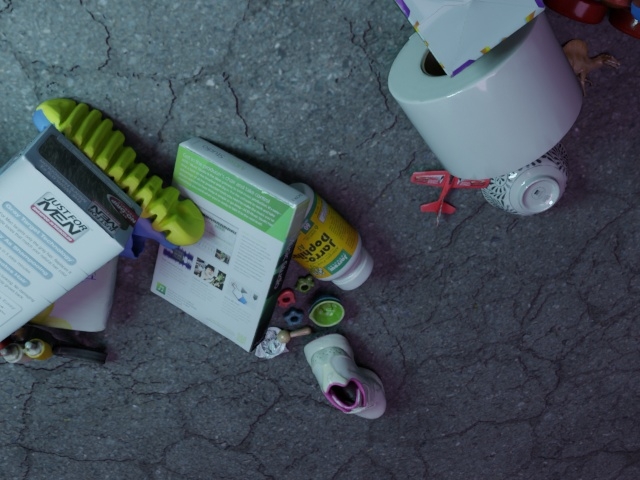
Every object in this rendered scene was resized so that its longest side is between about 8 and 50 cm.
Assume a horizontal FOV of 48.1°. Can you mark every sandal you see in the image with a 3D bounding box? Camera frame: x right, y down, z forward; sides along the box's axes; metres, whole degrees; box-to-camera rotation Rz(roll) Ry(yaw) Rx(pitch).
[{"bbox_3d":[-0.339,-0.084,1.140,0.138,0.126,0.317,-36,102,23],"label":"sandal"}]

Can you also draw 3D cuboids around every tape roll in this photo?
[{"bbox_3d":[0.248,-0.236,1.086,0.246,0.246,0.169,-33,124,15],"label":"tape roll"}]

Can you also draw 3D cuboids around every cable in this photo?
[{"bbox_3d":[-0.513,0.209,1.324,0.139,0.072,0.287,1,160,14],"label":"cable"}]

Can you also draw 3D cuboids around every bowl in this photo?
[{"bbox_3d":[0.386,-0.102,1.312,0.170,0.080,0.170,-4,127,-6],"label":"bowl"}]

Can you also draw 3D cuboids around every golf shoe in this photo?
[{"bbox_3d":[0.062,0.325,1.530,0.115,0.140,0.306,-29,132,11],"label":"golf shoe"}]

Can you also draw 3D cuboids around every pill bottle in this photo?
[{"bbox_3d":[0.000,0.000,1.296,0.117,0.117,0.208,-37,124,17],"label":"pill bottle"}]

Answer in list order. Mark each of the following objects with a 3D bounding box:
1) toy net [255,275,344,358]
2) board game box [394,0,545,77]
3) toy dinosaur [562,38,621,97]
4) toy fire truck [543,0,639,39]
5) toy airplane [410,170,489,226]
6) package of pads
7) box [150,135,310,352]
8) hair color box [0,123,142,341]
[{"bbox_3d":[-0.063,0.174,1.459,0.122,0.045,0.232,33,115,-30],"label":"toy net"},{"bbox_3d":[0.158,-0.361,0.957,0.144,0.275,0.142,-35,124,15],"label":"board game box"},{"bbox_3d":[0.411,-0.292,1.205,0.183,0.053,0.093,4,110,-22],"label":"toy dinosaur"},{"bbox_3d":[0.476,-0.364,1.024,0.302,0.254,0.169,9,124,-16],"label":"toy fire truck"},{"bbox_3d":[0.233,-0.094,1.323,0.151,0.028,0.151,-4,127,-5],"label":"toy airplane"},{"bbox_3d":[-0.506,0.043,1.251,0.296,0.101,0.229,8,124,-15],"label":"package of pads"},{"bbox_3d":[-0.165,0.012,1.240,0.232,0.058,0.322,30,125,15],"label":"box"},{"bbox_3d":[-0.471,0.016,1.082,0.374,0.114,0.185,-33,116,23],"label":"hair color box"}]
